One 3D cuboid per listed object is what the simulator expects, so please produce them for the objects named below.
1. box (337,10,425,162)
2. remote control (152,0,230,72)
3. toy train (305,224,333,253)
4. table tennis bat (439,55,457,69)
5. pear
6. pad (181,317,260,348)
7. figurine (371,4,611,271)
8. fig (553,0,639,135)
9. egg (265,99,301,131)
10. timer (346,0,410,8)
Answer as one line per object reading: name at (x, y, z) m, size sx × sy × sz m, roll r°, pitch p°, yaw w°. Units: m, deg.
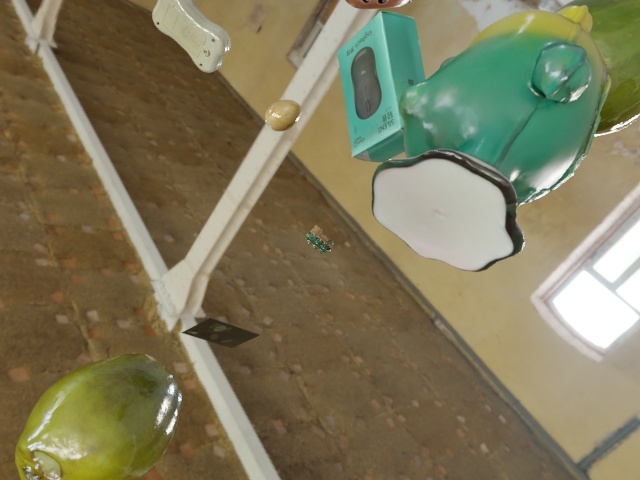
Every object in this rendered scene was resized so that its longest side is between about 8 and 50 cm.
box at (0.157, -0.376, 1.272) m, size 0.118 × 0.205 × 0.312 m, roll -3°, pitch -99°, yaw -30°
remote control at (-0.186, -0.306, 0.734) m, size 0.122 × 0.074 × 0.032 m, roll 44°, pitch -134°, yaw -6°
toy train at (0.000, 0.000, 1.780) m, size 0.103 × 0.044 × 0.064 m, roll 38°, pitch -121°, yaw 4°
table tennis bat at (0.293, -0.307, 0.930) m, size 0.152 × 0.040 × 0.244 m, roll 23°, pitch 175°, yaw 10°
pear at (-0.427, 0.366, 1.011) m, size 0.269 × 0.269 × 0.321 m, roll 42°, pitch -135°, yaw 14°
pad at (-0.285, 0.270, 1.464) m, size 0.190 × 0.127 × 0.004 m, roll 29°, pitch -137°, yaw -42°
figurine at (0.221, -0.150, 0.644) m, size 0.231 × 0.323 × 0.340 m, roll 37°, pitch -118°, yaw -2°
fig at (0.612, -0.386, 1.071) m, size 0.316 × 0.316 × 0.316 m, roll 31°, pitch -158°, yaw -14°
egg at (-0.097, -0.334, 1.347) m, size 0.080 × 0.096 × 0.080 m, roll -18°, pitch -90°, yaw -73°
timer at (0.147, -0.687, 1.253) m, size 0.229 × 0.215 × 0.230 m, roll -3°, pitch -145°, yaw 2°
